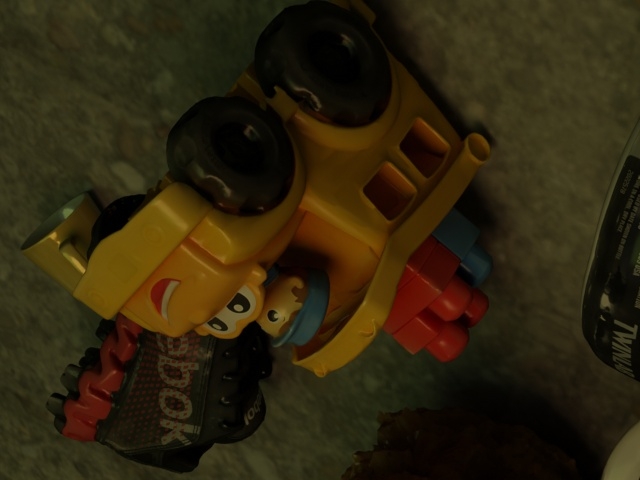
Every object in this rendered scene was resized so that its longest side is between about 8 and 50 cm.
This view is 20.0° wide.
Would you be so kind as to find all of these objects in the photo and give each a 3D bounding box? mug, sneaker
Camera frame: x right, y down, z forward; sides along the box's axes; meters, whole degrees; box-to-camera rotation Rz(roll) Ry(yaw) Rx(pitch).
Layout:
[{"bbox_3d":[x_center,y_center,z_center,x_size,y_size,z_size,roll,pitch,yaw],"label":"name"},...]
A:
[{"bbox_3d":[-0.170,0.014,1.270,0.062,0.078,0.064,-30,107,31],"label":"mug"},{"bbox_3d":[-0.079,0.060,1.215,0.135,0.097,0.276,32,129,1],"label":"sneaker"}]

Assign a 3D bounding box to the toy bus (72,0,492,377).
[{"bbox_3d":[0.000,0.000,1.029,0.211,0.220,0.149,44,139,-4],"label":"toy bus"}]

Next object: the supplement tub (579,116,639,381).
[{"bbox_3d":[0.296,0.030,0.825,0.316,0.193,0.193,25,132,22],"label":"supplement tub"}]

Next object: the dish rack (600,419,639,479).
[{"bbox_3d":[0.288,0.247,0.957,0.286,0.072,0.332,2,96,10],"label":"dish rack"}]

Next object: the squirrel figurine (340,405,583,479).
[{"bbox_3d":[0.046,0.309,1.071,0.281,0.370,0.397,5,118,47],"label":"squirrel figurine"}]
